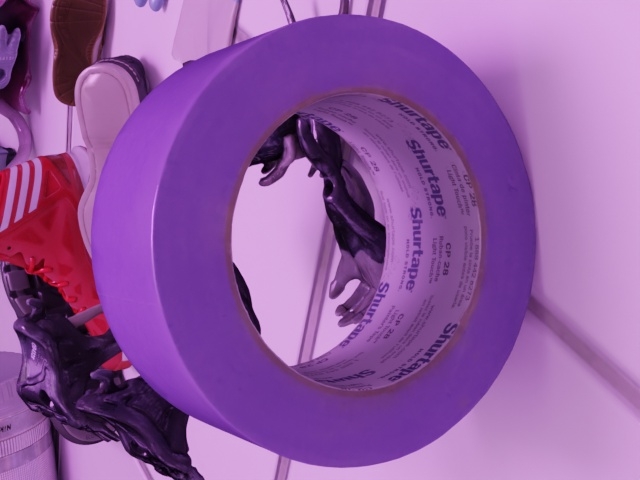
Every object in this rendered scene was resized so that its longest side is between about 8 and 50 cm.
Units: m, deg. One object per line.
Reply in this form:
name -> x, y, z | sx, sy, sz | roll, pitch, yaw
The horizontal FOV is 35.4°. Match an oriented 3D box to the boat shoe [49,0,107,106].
boat shoe -> -0.223, -0.192, 0.921 | 0.045, 0.050, 0.135 | -100, 24, -58

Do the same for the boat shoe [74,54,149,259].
boat shoe -> -0.168, -0.062, 0.876 | 0.065, 0.075, 0.206 | -64, -22, -60

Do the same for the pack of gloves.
pack of gloves -> -0.108, -0.237, 0.713 | 0.195, 0.046, 0.232 | 58, 143, 36

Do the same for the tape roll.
tape roll -> 0.000, 0.000, 0.450 | 0.080, 0.189, 0.189 | 3, 101, 60

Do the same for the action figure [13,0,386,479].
action figure -> -0.048, -0.007, 0.560 | 0.164, 0.276, 0.141 | 13, 151, 33

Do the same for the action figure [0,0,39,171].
action figure -> -0.457, -0.273, 1.176 | 0.370, 0.248, 0.276 | 46, 164, 30

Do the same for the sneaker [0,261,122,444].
sneaker -> -0.280, 0.082, 1.050 | 0.106, 0.101, 0.267 | -18, 82, 62

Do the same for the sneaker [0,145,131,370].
sneaker -> -0.256, 0.030, 0.953 | 0.087, 0.128, 0.221 | -7, 98, 60

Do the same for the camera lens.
camera lens -> -0.451, 0.301, 1.289 | 0.219, 0.219, 0.274 | 12, 109, 59

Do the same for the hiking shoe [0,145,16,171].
hiking shoe -> -0.496, -0.094, 1.338 | 0.304, 0.132, 0.113 | 16, 112, 58
